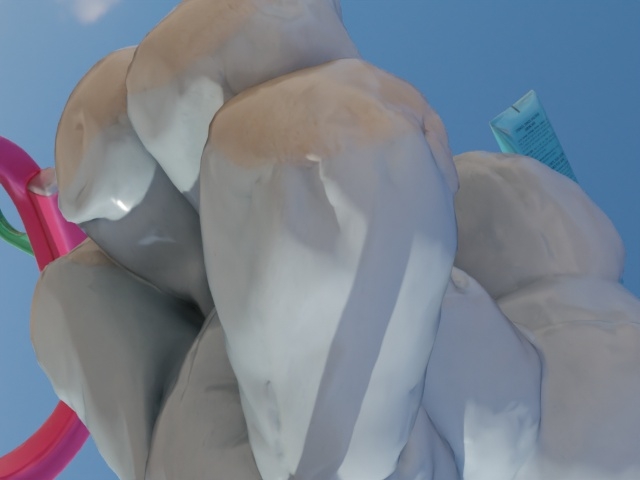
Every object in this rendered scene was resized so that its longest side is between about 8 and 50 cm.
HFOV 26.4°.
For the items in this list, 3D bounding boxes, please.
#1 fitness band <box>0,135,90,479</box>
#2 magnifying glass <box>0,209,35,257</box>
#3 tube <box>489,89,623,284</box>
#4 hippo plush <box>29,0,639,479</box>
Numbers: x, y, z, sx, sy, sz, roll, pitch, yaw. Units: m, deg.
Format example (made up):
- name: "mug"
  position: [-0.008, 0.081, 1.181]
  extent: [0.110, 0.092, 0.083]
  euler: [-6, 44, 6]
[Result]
- name: "fitness band"
  position: [-0.243, 0.061, 0.953]
  extent: [0.054, 0.291, 0.209]
  euler: [16, -139, 37]
- name: "magnifying glass"
  position: [-0.272, 0.005, 1.373]
  extent: [0.026, 0.231, 0.092]
  euler: [-27, 157, -47]
- name: "tube"
  position: [0.227, -0.038, 1.306]
  extent: [0.052, 0.207, 0.080]
  euler: [-15, -163, 42]
- name: "hippo plush"
  position: [0.051, 0.034, 0.499]
  extent: [0.294, 0.236, 0.234]
  euler: [60, -40, 37]
